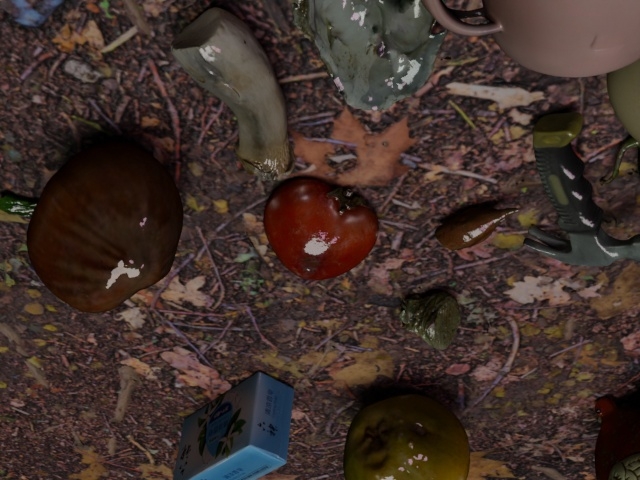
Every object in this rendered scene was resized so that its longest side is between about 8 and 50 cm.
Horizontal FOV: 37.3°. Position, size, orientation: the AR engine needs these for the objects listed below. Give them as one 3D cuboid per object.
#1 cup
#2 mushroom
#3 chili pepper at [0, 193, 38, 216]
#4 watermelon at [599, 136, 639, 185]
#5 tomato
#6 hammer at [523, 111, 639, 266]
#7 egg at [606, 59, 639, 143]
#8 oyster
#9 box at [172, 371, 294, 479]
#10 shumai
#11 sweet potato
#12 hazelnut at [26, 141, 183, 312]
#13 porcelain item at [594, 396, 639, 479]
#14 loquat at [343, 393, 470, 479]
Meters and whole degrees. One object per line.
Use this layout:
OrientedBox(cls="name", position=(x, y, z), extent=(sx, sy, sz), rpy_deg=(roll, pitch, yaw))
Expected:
OrientedBox(cls="cup", position=(0.200, -0.255, 0.833), extent=(0.252, 0.191, 0.200), rpy_deg=(-24, 141, -7))
OrientedBox(cls="mushroom", position=(-0.084, -0.160, 1.073), extent=(0.092, 0.081, 0.223), rpy_deg=(-26, 135, 6))
OrientedBox(cls="chili pepper", position=(-0.391, -0.043, 1.275), extent=(0.091, 0.034, 0.030), rpy_deg=(14, 105, -9))
OrientedBox(cls="watermelon", position=(0.469, -0.070, 1.088), extent=(0.232, 0.127, 0.204), rpy_deg=(14, 142, -2))
OrientedBox(cls="tomato", position=(0.000, 0.000, 1.237), extent=(0.159, 0.091, 0.139), rpy_deg=(25, 136, -25))
OrientedBox(cls="hammer", position=(0.308, -0.056, 1.159), extent=(0.158, 0.041, 0.226), rpy_deg=(0, 135, 35))
OrientedBox(cls="egg", position=(0.409, -0.161, 0.939), extent=(0.241, 0.186, 0.186), rpy_deg=(3, 140, 13))
OrientedBox(cls="oyster", position=(0.032, -0.237, 0.965), extent=(0.252, 0.087, 0.199), rpy_deg=(19, 128, -26))
OrientedBox(cls="box", position=(-0.148, 0.336, 1.594), extent=(0.083, 0.143, 0.232), rpy_deg=(32, 132, -28))
OrientedBox(cls="shumai", position=(0.153, 0.112, 1.383), extent=(0.080, 0.082, 0.083), rpy_deg=(14, 119, 45))
OrientedBox(cls="sweet potato", position=(0.206, -0.019, 1.226), extent=(0.117, 0.049, 0.049), rpy_deg=(-24, 131, 34))
OrientedBox(cls="hazelnut", position=(-0.253, -0.012, 1.170), extent=(0.210, 0.210, 0.186), rpy_deg=(-6, 177, 12))
OrientedBox(cls="porcelain item", position=(0.535, 0.332, 1.508), extent=(0.252, 0.253, 0.253), rpy_deg=(3, 139, 2))
OrientedBox(cls="loquat", position=(0.149, 0.364, 1.560), extent=(0.213, 0.213, 0.246), rpy_deg=(-20, 142, 26))
